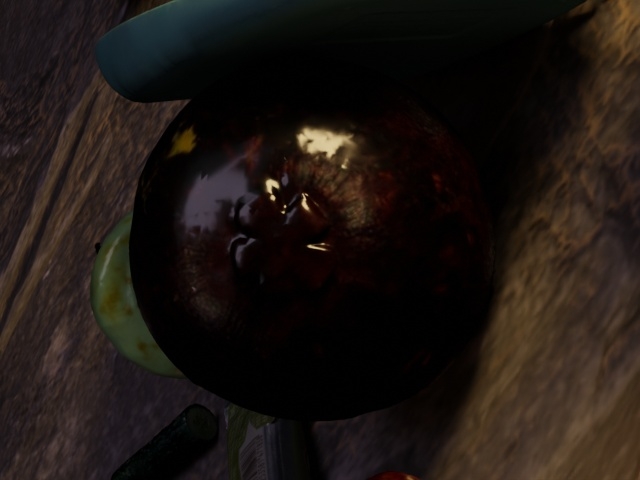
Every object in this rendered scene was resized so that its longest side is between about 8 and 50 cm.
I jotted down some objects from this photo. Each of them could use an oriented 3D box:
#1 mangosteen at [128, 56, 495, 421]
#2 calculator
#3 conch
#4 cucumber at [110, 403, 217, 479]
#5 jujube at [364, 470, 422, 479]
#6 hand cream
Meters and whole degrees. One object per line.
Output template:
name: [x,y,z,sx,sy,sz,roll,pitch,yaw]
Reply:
mangosteen: [0.000,0.000,1.132,0.228,0.228,0.265,-65,-10,5]
calculator: [0.014,-0.140,1.157,0.386,0.256,0.054,-14,83,62]
conch: [-0.106,0.019,1.419,0.250,0.137,0.143,-101,10,-76]
cucumber: [-0.127,0.170,1.409,0.133,0.032,0.032,-41,37,41]
jujube: [0.043,0.186,1.039,0.077,0.077,0.129,-53,25,27]
hand cream: [-0.035,0.148,1.250,0.086,0.055,0.235,-53,22,22]
